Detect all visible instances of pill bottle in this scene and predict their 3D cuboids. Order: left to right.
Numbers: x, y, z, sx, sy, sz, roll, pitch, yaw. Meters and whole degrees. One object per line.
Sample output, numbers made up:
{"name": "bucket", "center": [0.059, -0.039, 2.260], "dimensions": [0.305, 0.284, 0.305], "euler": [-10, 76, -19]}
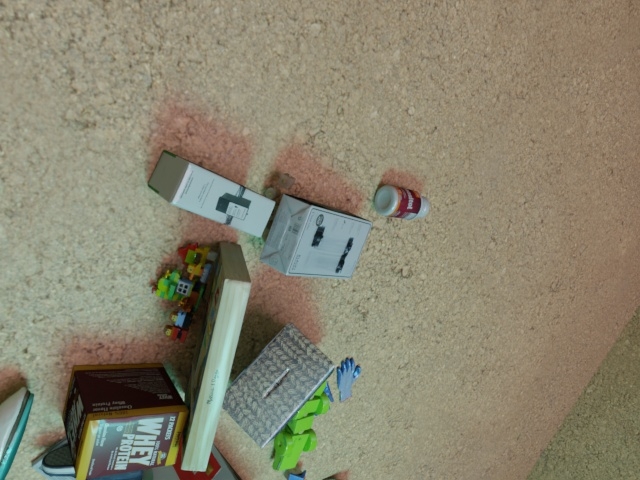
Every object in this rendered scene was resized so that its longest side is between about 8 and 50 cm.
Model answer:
{"name": "pill bottle", "center": [0.231, -0.104, 1.325], "dimensions": [0.152, 0.086, 0.086], "euler": [5, 105, -38]}

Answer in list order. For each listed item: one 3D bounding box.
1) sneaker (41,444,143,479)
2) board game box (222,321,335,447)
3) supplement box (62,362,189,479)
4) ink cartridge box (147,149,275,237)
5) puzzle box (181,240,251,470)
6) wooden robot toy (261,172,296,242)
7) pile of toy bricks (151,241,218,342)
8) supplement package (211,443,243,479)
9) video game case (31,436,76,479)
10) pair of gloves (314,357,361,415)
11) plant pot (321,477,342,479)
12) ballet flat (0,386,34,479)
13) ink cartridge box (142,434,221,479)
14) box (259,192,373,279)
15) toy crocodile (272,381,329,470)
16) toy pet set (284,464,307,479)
{"name": "sneaker", "center": [-0.494, 0.528, 1.032], "dimensions": [0.226, 0.086, 0.163], "euler": [13, 97, -40]}
{"name": "board game box", "center": [-0.092, 0.346, 1.144], "dimensions": [0.232, 0.141, 0.291], "euler": [-46, 167, -11]}
{"name": "supplement box", "center": [-0.408, 0.362, 0.982], "dimensions": [0.192, 0.194, 0.129], "euler": [9, 102, -38]}
{"name": "ink cartridge box", "center": [-0.219, -0.093, 0.963], "dimensions": [0.209, 0.153, 0.086], "euler": [24, 92, -40]}
{"name": "puzzle box", "center": [-0.230, 0.226, 1.012], "dimensions": [0.052, 0.272, 0.408], "euler": [12, 101, -16]}
{"name": "wooden robot toy", "center": [-0.098, -0.079, 1.126], "dimensions": [0.079, 0.076, 0.173], "euler": [-32, 138, -67]}
{"name": "pile of toy bricks", "center": [-0.310, 0.111, 1.024], "dimensions": [0.105, 0.118, 0.212], "euler": [20, 107, -7]}
{"name": "supplement package", "center": [-0.276, 0.698, 1.210], "dimensions": [0.198, 0.199, 0.262], "euler": [-35, 125, -20]}
{"name": "video game case", "center": [-0.529, 0.491, 1.062], "dimensions": [0.143, 0.019, 0.157], "euler": [-38, 125, -18]}
{"name": "pair of gloves", "center": [0.044, 0.449, 1.456], "dimensions": [0.198, 0.023, 0.159], "euler": [-15, 117, -30]}
{"name": "plant pot", "center": [0.036, 0.911, 1.556], "dimensions": [0.167, 0.167, 0.165], "euler": [-13, 122, -32]}
{"name": "ballet flat", "center": [-0.661, 0.463, 0.898], "dimensions": [0.139, 0.139, 0.399], "euler": [12, 102, -38]}
{"name": "ink cartridge box", "center": [-0.358, 0.560, 1.108], "dimensions": [0.224, 0.181, 0.056], "euler": [-51, 133, -8]}
{"name": "box", "center": [0.000, 0.000, 1.147], "dimensions": [0.290, 0.087, 0.169], "euler": [9, 104, -56]}
{"name": "toy crocodile", "center": [-0.065, 0.517, 1.364], "dimensions": [0.115, 0.105, 0.340], "euler": [4, 110, -37]}
{"name": "toy pet set", "center": [-0.077, 0.762, 1.467], "dimensions": [0.122, 0.065, 0.114], "euler": [7, 104, -38]}
